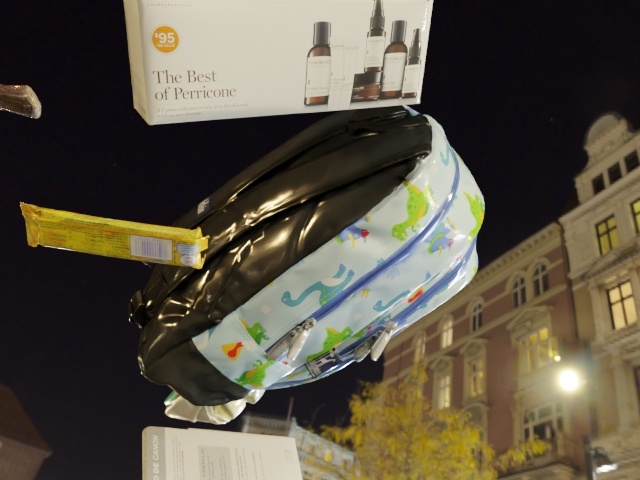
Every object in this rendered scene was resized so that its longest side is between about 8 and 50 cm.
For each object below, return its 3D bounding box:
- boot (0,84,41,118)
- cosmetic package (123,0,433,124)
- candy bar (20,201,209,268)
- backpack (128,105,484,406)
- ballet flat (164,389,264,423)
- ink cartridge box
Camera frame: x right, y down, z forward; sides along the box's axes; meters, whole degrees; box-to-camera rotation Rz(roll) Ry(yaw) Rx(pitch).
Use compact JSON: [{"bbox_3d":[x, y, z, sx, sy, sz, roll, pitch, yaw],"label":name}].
[{"bbox_3d":[-0.502,-0.248,0.883,0.114,0.037,0.106,14,-44,18],"label":"boot"},{"bbox_3d":[-0.026,-0.155,0.446,0.239,0.060,0.098,-11,-61,-24],"label":"cosmetic package"},{"bbox_3d":[-0.172,-0.003,0.465,0.162,0.018,0.040,8,-65,3],"label":"candy bar"},{"bbox_3d":[0.000,0.000,0.625,0.273,0.290,0.355,37,-75,-25],"label":"backpack"},{"bbox_3d":[-0.171,0.249,0.975,0.139,0.139,0.400,25,-43,-13],"label":"ballet flat"},{"bbox_3d":[-0.149,0.439,0.789,0.272,0.309,0.130,21,-53,-35],"label":"ink cartridge box"}]
